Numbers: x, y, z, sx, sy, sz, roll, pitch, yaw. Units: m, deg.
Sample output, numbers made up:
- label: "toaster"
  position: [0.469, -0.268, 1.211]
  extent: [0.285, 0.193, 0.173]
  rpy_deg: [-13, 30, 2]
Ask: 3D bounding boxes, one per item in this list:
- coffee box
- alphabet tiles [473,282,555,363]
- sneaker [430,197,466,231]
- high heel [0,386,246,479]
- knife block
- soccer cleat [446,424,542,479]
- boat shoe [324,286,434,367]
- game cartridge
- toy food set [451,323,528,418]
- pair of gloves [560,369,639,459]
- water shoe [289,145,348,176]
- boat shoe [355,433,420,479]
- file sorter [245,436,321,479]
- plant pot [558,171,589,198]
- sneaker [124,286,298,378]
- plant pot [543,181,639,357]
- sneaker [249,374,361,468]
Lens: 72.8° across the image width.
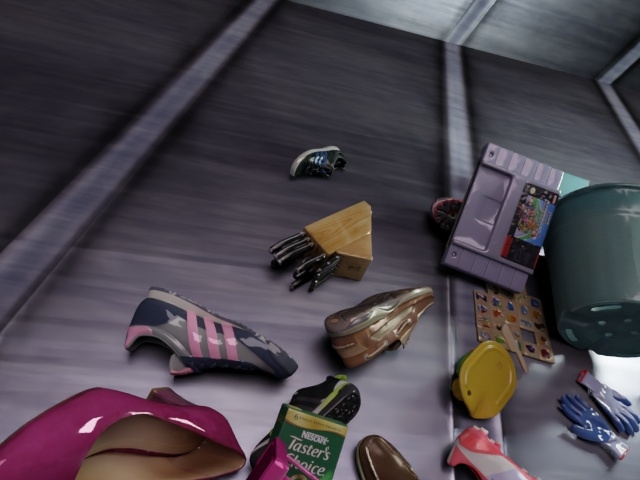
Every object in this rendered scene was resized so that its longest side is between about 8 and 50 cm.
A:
- label: "coffee box"
  position: [-0.038, 0.362, 0.676]
  extent: [0.113, 0.040, 0.184]
  rpy_deg: [26, 74, -14]
- label: "alphabet tiles"
  position: [0.489, 0.186, 1.120]
  extent: [0.199, 0.009, 0.237]
  rpy_deg: [17, 45, -3]
- label: "sneaker"
  position: [0.466, -0.054, 1.264]
  extent: [0.299, 0.120, 0.112]
  rpy_deg: [25, 17, -6]
- label: "high heel"
  position: [-0.229, 0.281, 0.566]
  extent: [0.182, 0.127, 0.377]
  rpy_deg: [28, 1, 16]
- label: "knife block"
  position: [0.000, 0.000, 1.061]
  extent: [0.242, 0.088, 0.275]
  rpy_deg: [14, 47, -8]
- label: "soccer cleat"
  position: [0.348, 0.451, 0.791]
  extent: [0.248, 0.083, 0.095]
  rpy_deg: [42, 78, 13]
- label: "boat shoe"
  position: [0.141, 0.180, 0.945]
  extent: [0.325, 0.123, 0.116]
  rpy_deg: [-14, 88, -40]
- label: "game cartridge"
  position: [0.490, -0.060, 1.159]
  extent: [0.230, 0.068, 0.354]
  rpy_deg: [21, 84, 5]
- label: "toy food set"
  position: [0.353, 0.290, 0.944]
  extent: [0.218, 0.071, 0.128]
  rpy_deg: [-28, 87, -35]
- label: "pair of gloves"
  position: [0.627, 0.389, 0.974]
  extent: [0.198, 0.023, 0.159]
  rpy_deg: [-24, 59, -36]
- label: "water shoe"
  position: [0.002, -0.225, 1.280]
  extent: [0.203, 0.072, 0.080]
  rpy_deg: [-30, 66, -37]
- label: "boat shoe"
  position: [0.156, 0.432, 0.714]
  extent: [0.095, 0.095, 0.257]
  rpy_deg: [-19, 58, -32]
- label: "file sorter"
  position: [-0.071, 0.424, 0.507]
  extent: [0.182, 0.202, 0.290]
  rpy_deg: [36, 72, 7]
- label: "plant pot"
  position: [0.687, -0.140, 1.390]
  extent: [0.234, 0.165, 0.166]
  rpy_deg: [29, 45, 17]
- label: "sneaker"
  position: [-0.204, 0.207, 0.805]
  extent: [0.319, 0.112, 0.131]
  rpy_deg: [23, 62, 6]
- label: "plant pot"
  position: [0.735, 0.089, 1.097]
  extent: [0.342, 0.341, 0.334]
  rpy_deg: [22, 53, 1]
- label: "sneaker"
  position: [-0.032, 0.324, 0.780]
  extent: [0.235, 0.084, 0.097]
  rpy_deg: [-24, 27, -31]
